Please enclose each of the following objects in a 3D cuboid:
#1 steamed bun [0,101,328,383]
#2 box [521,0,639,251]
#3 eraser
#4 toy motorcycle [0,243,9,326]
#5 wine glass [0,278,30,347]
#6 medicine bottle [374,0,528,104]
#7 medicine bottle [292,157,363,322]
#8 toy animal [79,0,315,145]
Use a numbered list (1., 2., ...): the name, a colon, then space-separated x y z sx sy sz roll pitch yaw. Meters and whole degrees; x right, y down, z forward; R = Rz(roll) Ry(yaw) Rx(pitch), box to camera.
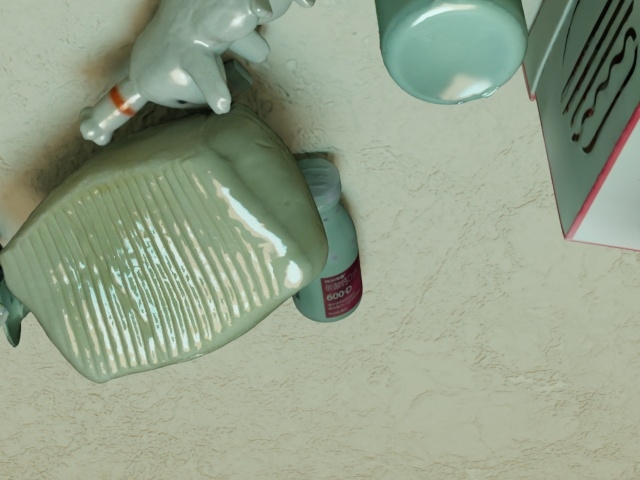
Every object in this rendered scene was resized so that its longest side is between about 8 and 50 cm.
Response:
1. steamed bun: -0.154 -0.015 1.732 0.383 0.236 0.247 -28 103 34
2. box: 0.407 -0.179 1.544 0.312 0.300 0.314 8 136 -13
3. eraser: -0.119 -0.169 1.730 0.083 0.019 0.038 -26 134 23
4. toy motorcycle: -0.508 0.010 1.758 0.340 0.223 0.108 24 126 -29
5. wine glass: -0.274 0.066 1.916 0.230 0.103 0.103 -8 137 2
6. medicine bottle: 0.120 -0.251 1.503 0.139 0.225 0.139 -2 138 -2
7. medicine bottle: 0.000 0.000 1.870 0.090 0.090 0.217 -5 137 2
8. toy animal: -0.127 -0.194 1.611 0.138 0.140 0.282 37 122 2
